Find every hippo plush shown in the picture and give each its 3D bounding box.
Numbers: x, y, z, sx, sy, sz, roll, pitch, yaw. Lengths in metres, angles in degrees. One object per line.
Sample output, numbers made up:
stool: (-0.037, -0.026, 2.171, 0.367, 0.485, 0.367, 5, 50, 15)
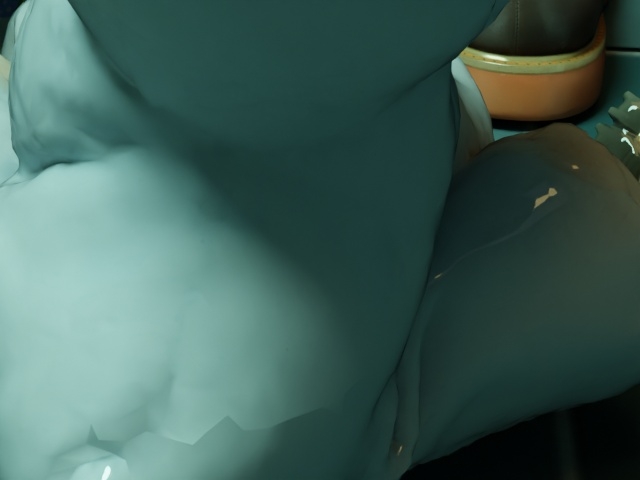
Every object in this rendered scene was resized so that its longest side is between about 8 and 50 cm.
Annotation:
hippo plush: (-0.035, -0.058, 0.424, 0.234, 0.237, 0.294, 28, 40, 26)

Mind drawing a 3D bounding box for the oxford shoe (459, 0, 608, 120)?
oxford shoe: (0.090, -0.149, 0.790, 0.096, 0.098, 0.271, 2, 28, -1)

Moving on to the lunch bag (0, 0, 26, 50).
lunch bag: (-0.073, -0.096, 0.698, 0.128, 0.096, 0.151, 19, 47, 26)

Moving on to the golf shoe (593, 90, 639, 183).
golf shoe: (0.212, -0.019, 0.559, 0.272, 0.105, 0.120, -9, 37, -18)
